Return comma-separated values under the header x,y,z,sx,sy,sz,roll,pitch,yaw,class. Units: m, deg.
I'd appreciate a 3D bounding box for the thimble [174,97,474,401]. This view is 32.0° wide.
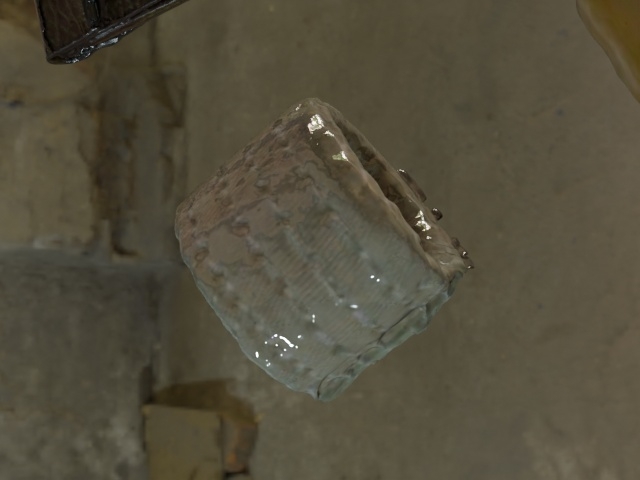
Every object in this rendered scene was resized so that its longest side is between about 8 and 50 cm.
x,y,z,sx,sy,sz,roll,pitch,yaw,class
0.000,0.000,0.487,0.090,0.102,0.115,-40,59,10,thimble

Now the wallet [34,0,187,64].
x,y,z,sx,sy,sz,roll,pitch,yaw,class
-0.115,-0.225,0.563,0.133,0.039,0.243,-14,84,33,wallet

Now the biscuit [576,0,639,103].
x,y,z,sx,sy,sz,roll,pitch,yaw,class
0.268,-0.085,0.404,0.291,0.062,0.236,-29,79,9,biscuit
